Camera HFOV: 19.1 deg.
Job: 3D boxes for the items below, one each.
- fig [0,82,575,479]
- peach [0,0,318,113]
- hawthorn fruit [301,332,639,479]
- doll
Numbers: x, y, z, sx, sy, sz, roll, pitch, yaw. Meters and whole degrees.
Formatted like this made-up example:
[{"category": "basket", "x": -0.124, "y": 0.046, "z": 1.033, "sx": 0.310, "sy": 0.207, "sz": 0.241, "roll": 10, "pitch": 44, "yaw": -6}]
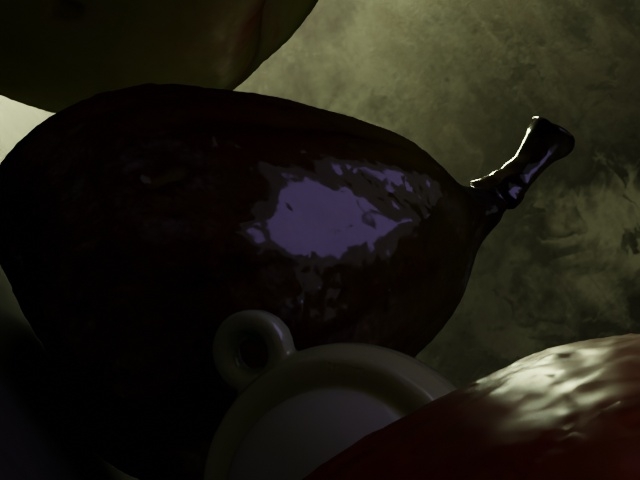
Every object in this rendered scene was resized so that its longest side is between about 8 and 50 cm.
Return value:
[{"category": "fig", "x": -0.001, "y": 0.001, "z": 0.787, "sx": 0.170, "sy": 0.274, "sz": 0.146, "roll": 46, "pitch": -40, "yaw": 37}, {"category": "peach", "x": -0.115, "y": -0.224, "z": 0.960, "sx": 0.315, "sy": 0.314, "sz": 0.281, "roll": 21, "pitch": -7, "yaw": 20}, {"category": "hawthorn fruit", "x": 0.056, "y": 0.141, "z": 0.437, "sx": 0.271, "sy": 0.242, "sz": 0.242, "roll": 7, "pitch": 34, "yaw": -39}, {"category": "doll", "x": 0.049, "y": 0.149, "z": 0.634, "sx": 0.296, "sy": 0.141, "sz": 0.117, "roll": 52, "pitch": 24, "yaw": 4}]
